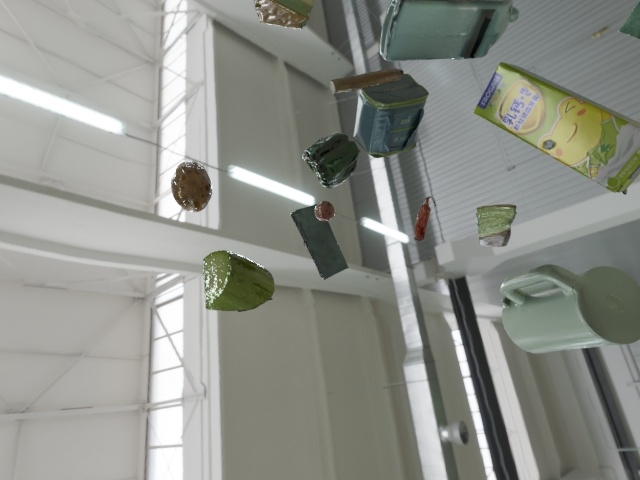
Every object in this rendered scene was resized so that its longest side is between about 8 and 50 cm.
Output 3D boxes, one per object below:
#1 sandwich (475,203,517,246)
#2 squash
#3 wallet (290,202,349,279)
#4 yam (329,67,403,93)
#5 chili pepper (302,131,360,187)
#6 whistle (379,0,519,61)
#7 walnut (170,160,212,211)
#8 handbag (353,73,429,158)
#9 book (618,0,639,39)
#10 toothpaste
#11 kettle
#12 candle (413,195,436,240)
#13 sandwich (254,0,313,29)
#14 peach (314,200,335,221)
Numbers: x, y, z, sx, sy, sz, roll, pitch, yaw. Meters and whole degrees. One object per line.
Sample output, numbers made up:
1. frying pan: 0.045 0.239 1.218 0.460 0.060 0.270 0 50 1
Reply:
1. sandwich: 0.482 -0.039 1.120 0.258 0.096 0.094 27 -116 -66
2. squash: -0.201 0.081 1.025 0.184 0.085 0.191 1 -138 -22
3. wallet: 0.000 0.000 2.046 0.191 0.046 0.378 -22 -93 -37
4. yam: 0.151 -0.512 1.293 0.264 0.046 0.046 -19 -96 -20
5. chili pepper: 0.060 -0.408 2.028 0.257 0.233 0.248 -39 -83 -7
6. whistle: 0.219 -0.388 0.689 0.290 0.163 0.163 -9 -105 -17
7. walnut: -0.350 -0.151 1.096 0.116 0.116 0.207 32 -162 -36
8. handbag: 0.269 -0.480 1.568 0.263 0.241 0.222 -17 -128 -16
9. book: 0.872 -0.594 1.049 0.103 0.135 0.017 39 -142 23
10. toothpaste: 0.459 -0.222 0.771 0.077 0.110 0.327 -16 -131 -39
11. kettle: 0.668 0.178 1.124 0.205 0.318 0.265 -27 -101 -15
12. candle: 0.352 -0.073 1.371 0.053 0.048 0.162 -17 -55 -39
13. sandwich: -0.119 -0.862 1.403 0.227 0.199 0.155 -73 -7 -86
14. peach: 0.018 -0.112 1.571 0.083 0.083 0.083 28 -129 -39
